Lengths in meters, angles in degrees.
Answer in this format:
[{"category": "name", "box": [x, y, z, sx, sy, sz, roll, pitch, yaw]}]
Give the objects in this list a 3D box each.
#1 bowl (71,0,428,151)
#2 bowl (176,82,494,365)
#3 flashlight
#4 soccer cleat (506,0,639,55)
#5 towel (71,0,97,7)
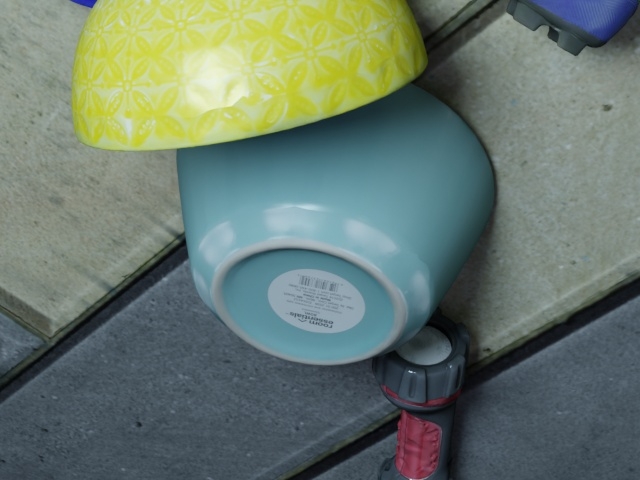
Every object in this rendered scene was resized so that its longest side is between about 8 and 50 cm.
[{"category": "bowl", "box": [-0.070, -0.187, 1.149, 0.290, 0.289, 0.156, -5, 109, 19]}, {"category": "bowl", "box": [0.000, 0.000, 1.353, 0.312, 0.163, 0.311, 7, 139, 6]}, {"category": "flashlight", "box": [0.102, 0.205, 1.586, 0.103, 0.103, 0.304, 8, 135, 5]}, {"category": "soccer cleat", "box": [0.133, -0.263, 1.144, 0.289, 0.093, 0.121, 33, 103, -12]}, {"category": "towel", "box": [-0.200, -0.331, 1.151, 0.228, 0.076, 0.308, 21, 135, -8]}]
